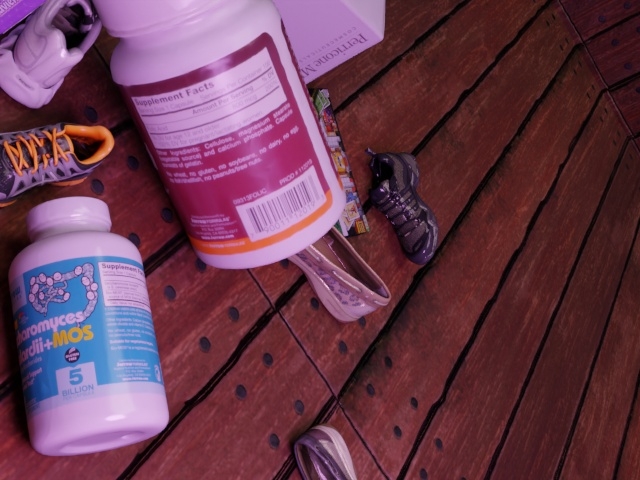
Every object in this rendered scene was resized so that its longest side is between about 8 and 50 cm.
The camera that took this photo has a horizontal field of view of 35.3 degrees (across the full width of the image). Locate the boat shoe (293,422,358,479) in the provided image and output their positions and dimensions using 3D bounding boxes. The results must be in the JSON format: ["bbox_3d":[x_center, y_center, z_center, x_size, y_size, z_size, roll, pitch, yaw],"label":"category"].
[{"bbox_3d":[0.025,0.361,1.366,0.073,0.080,0.223,-13,74,-50],"label":"boat shoe"}]

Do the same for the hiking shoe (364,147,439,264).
[{"bbox_3d":[0.134,-0.059,1.801,0.114,0.086,0.226,6,58,-37],"label":"hiking shoe"}]

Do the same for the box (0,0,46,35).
[{"bbox_3d":[-0.347,-0.344,1.203,0.057,0.201,0.293,45,38,-29],"label":"box"}]

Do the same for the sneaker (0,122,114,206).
[{"bbox_3d":[-0.331,-0.100,1.171,0.215,0.083,0.084,-27,92,-55],"label":"sneaker"}]

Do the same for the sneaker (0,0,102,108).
[{"bbox_3d":[-0.320,-0.296,1.288,0.110,0.118,0.292,37,41,-32],"label":"sneaker"}]

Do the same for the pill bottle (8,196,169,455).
[{"bbox_3d":[-0.256,0.090,1.091,0.146,0.146,0.264,11,60,-51],"label":"pill bottle"}]

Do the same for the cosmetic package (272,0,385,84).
[{"bbox_3d":[-0.125,-0.444,1.551,0.453,0.230,0.161,35,44,-36],"label":"cosmetic package"}]

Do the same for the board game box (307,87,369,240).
[{"bbox_3d":[0.002,-0.128,1.673,0.136,0.030,0.259,-13,86,-54],"label":"board game box"}]

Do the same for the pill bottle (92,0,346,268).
[{"bbox_3d":[-0.130,-0.179,1.283,0.392,0.224,0.224,69,29,-27],"label":"pill bottle"}]

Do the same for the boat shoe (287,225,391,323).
[{"bbox_3d":[0.000,0.000,1.552,0.285,0.089,0.104,51,36,-19],"label":"boat shoe"}]
